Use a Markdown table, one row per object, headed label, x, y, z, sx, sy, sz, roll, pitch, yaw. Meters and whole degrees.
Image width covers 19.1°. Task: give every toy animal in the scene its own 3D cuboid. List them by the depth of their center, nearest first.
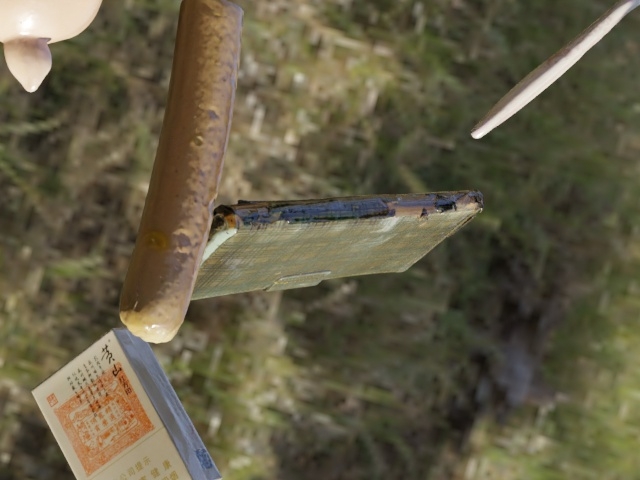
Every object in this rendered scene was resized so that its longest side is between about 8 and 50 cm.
| label | x | y | z | sx | sy | sz | roll | pitch | yaw |
| --- | --- | --- | --- | --- | --- | --- | --- | --- | --- |
| toy animal | -0.230 | -0.274 | 1.785 | 0.250 | 0.166 | 0.154 | -40 | 180 | -22 |

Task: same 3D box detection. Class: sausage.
| label | x | y | z | sx | sy | sz | roll | pitch | yaw |
| --- | --- | --- | --- | --- | --- | --- | --- | --- | --- |
| sausage | -0.113 | -0.061 | 1.585 | 0.066 | 0.066 | 0.301 | 59 | 41 | -71 |

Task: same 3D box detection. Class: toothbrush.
| label | x | y | z | sx | sy | sz | roll | pitch | yaw |
| --- | --- | --- | --- | --- | --- | --- | --- | --- | --- |
| toothbrush | 0.253 | -0.197 | 1.728 | 0.307 | 0.029 | 0.025 | -40 | -172 | 2 |

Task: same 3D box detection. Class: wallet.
| label | x | y | z | sx | sy | sz | roll | pitch | yaw |
| --- | --- | --- | --- | --- | --- | --- | --- | --- | --- |
| wallet | 0.000 | -0.001 | 1.928 | 0.317 | 0.044 | 0.169 | -6 | 157 | -36 |

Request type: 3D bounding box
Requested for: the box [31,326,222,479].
| label | x | y | z | sx | sy | sz | roll | pitch | yaw |
| --- | --- | --- | --- | --- | --- | --- | --- | --- | --- |
| box | -0.215 | 0.213 | 2.092 | 0.141 | 0.201 | 0.058 | -35 | 164 | 24 |
